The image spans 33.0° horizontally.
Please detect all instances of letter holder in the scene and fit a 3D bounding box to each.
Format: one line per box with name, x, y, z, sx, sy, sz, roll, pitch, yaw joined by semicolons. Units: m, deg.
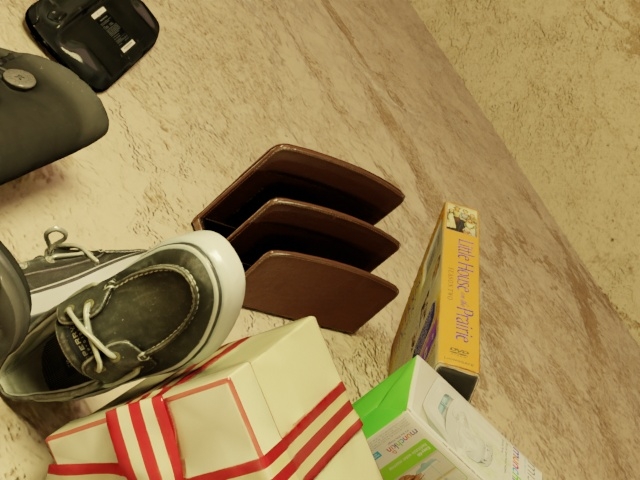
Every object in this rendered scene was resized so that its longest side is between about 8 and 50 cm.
letter holder;0.000;0.000;1.630;0.302;0.214;0.152;19;39;-46

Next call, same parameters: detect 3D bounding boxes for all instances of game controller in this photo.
game controller;-0.357;-0.346;1.737;0.166;0.067;0.319;57;24;-18

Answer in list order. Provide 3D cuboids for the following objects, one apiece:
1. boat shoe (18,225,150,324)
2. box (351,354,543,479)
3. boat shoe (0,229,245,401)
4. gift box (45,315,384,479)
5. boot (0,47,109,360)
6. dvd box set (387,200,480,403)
boat shoe;-0.295;0.048;1.242;0.306;0.113;0.105;-24;68;-46
box;0.100;0.314;1.316;0.231;0.262;0.127;42;27;-11
boat shoe;-0.207;0.099;1.076;0.119;0.335;0.121;-16;76;-50
gift box;-0.113;0.254;1.103;0.255;0.276;0.258;63;23;-1
boot;-0.366;-0.070;1.185;0.367;0.146;0.445;33;24;6
dvd box set;0.155;0.174;1.552;0.062;0.307;0.420;16;30;-2
